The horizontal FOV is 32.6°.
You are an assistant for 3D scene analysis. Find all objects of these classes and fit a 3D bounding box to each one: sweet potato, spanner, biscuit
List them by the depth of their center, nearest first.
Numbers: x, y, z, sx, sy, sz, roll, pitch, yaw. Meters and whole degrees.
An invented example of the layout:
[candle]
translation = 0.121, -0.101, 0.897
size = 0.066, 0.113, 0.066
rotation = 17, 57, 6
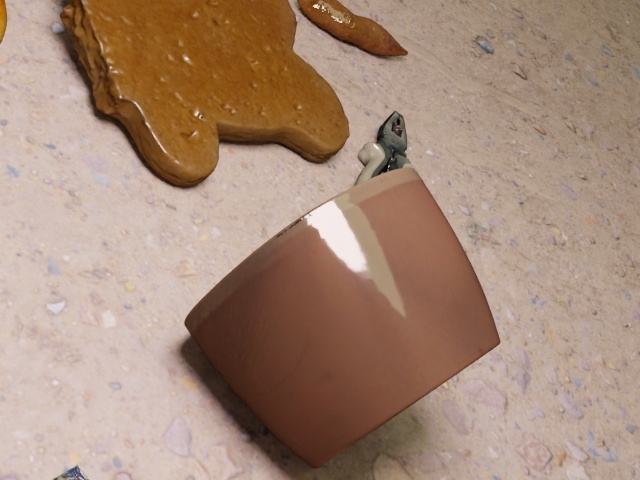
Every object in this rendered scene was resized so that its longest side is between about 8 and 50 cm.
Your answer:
[biscuit]
translation = -0.164, -0.250, 1.492
size = 0.394, 0.076, 0.368
rotation = -16, 74, -47
[spanner]
translation = 0.095, -0.094, 1.611
size = 0.095, 0.040, 0.325
rotation = 31, 39, -15
[sweet potato]
translation = 0.056, -0.355, 1.833
size = 0.218, 0.051, 0.065
rotation = 25, 37, -20

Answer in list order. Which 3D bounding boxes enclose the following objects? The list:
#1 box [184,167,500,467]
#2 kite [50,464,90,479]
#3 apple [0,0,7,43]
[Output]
[box]
translation = 0.032, 0.092, 1.172
size = 0.301, 0.301, 0.216
rotation = -22, 77, -51
[kite]
translation = -0.225, 0.244, 1.004
size = 0.122, 0.004, 0.090
rotation = 25, 39, -21
[apple]
translation = -0.449, -0.272, 1.225
size = 0.195, 0.160, 0.173
rotation = 16, 21, -39
